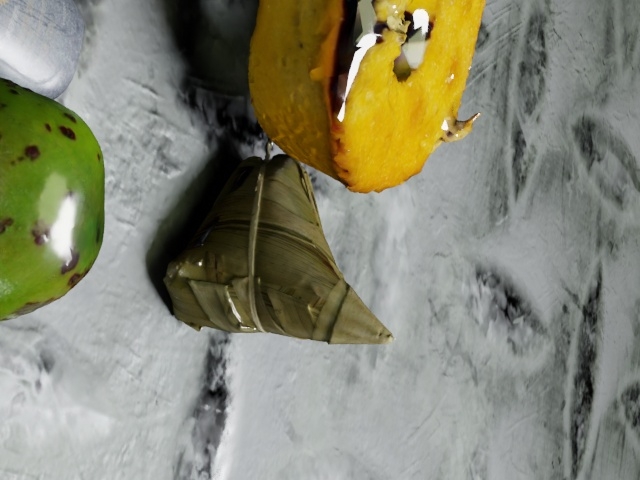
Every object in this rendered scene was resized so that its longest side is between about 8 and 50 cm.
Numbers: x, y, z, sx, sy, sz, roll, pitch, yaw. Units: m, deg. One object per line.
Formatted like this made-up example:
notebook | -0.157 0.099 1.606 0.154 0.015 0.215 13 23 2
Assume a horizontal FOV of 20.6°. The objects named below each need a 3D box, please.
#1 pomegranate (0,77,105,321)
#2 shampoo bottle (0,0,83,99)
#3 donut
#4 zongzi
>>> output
pomegranate | -0.181 -0.035 1.030 0.143 0.122 0.169 52 42 -6
shampoo bottle | -0.223 -0.158 1.024 0.234 0.049 0.087 37 57 -55
donut | 0.045 -0.160 1.292 0.253 0.118 0.253 -42 144 -42
zongzi | 0.000 0.000 1.293 0.189 0.178 0.081 -60 151 -42
